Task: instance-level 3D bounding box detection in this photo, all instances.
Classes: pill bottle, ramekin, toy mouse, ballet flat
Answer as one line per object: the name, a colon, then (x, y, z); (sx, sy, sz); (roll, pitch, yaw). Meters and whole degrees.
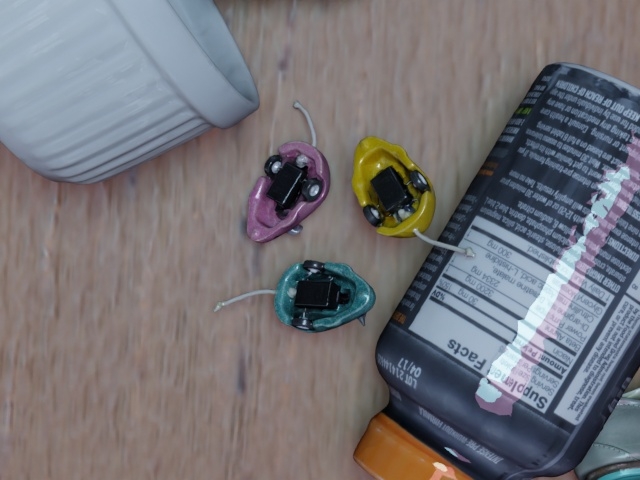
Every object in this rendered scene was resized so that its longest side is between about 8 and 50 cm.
pill bottle: (0.115, 0.037, 0.809); (0.130, 0.130, 0.246); (32, 90, -5)
ramekin: (-0.130, -0.125, 0.752); (0.109, 0.207, 0.207); (-32, 94, 6)
toy mouse: (0.000, 0.000, 0.826); (0.143, 0.031, 0.161); (-42, 56, 15)
ballet flat: (0.248, 0.109, 0.855); (0.213, 0.072, 0.068); (1, 62, -7)
